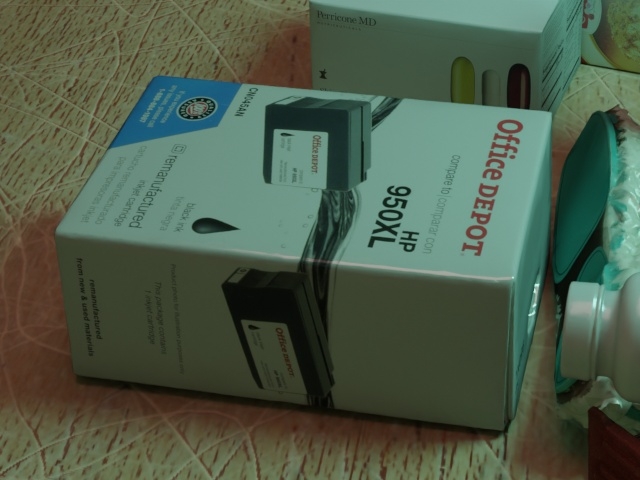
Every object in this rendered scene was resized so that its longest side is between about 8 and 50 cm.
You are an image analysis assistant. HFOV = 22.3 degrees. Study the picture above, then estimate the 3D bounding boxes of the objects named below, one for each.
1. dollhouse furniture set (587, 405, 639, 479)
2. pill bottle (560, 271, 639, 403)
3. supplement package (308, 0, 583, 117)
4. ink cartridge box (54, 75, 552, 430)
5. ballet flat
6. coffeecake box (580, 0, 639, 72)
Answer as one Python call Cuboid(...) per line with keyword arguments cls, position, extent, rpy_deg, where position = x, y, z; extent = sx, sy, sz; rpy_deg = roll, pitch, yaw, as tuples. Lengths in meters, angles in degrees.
Cuboid(cls="dollhouse furniture set", position=(0.379, 0.229, 1.119), extent=(0.201, 0.152, 0.374), rpy_deg=(-24, 40, -28))
Cuboid(cls="pill bottle", position=(0.256, 0.071, 1.138), extent=(0.169, 0.094, 0.094), rpy_deg=(6, 35, 14))
Cuboid(cls="supplement package", position=(0.143, -0.231, 1.815), extent=(0.261, 0.145, 0.204), rpy_deg=(10, 36, 18))
Cuboid(cls="ink cartridge box", position=(0.000, 0.000, 1.466), extent=(0.394, 0.166, 0.285), rpy_deg=(6, 36, 11))
Cuboid(cls="ballet flat", position=(0.279, 0.037, 1.458), extent=(0.147, 0.147, 0.409), rpy_deg=(4, 38, 9))
Cuboid(cls="coffeecake box", position=(0.377, -0.267, 1.854), extent=(0.185, 0.142, 0.068), rpy_deg=(13, 37, 22))
